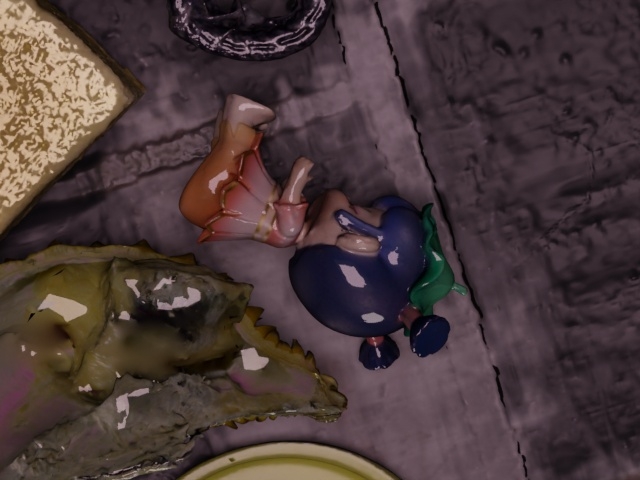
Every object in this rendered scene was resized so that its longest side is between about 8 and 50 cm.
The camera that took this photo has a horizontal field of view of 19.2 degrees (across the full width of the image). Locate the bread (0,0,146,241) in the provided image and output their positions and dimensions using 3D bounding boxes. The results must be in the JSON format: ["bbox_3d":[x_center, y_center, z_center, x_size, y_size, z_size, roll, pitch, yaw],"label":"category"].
[{"bbox_3d":[-0.216,-0.070,1.192,0.125,0.068,0.188,44,94,-6],"label":"bread"}]

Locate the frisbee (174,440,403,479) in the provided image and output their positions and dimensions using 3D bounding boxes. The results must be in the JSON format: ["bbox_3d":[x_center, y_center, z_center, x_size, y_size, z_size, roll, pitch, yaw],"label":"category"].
[{"bbox_3d":[-0.022,0.247,1.266,0.236,0.017,0.236,0,98,-1],"label":"frisbee"}]

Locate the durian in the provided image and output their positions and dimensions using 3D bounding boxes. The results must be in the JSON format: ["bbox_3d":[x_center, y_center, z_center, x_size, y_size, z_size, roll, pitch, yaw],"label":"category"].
[{"bbox_3d":[-0.139,0.092,1.167,0.306,0.166,0.172,-9,105,-22],"label":"durian"}]

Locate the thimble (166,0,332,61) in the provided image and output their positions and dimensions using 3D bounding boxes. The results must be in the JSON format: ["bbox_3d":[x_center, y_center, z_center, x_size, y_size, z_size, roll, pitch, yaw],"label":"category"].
[{"bbox_3d":[-0.045,-0.161,1.187,0.104,0.066,0.095,-2,99,-5],"label":"thimble"}]

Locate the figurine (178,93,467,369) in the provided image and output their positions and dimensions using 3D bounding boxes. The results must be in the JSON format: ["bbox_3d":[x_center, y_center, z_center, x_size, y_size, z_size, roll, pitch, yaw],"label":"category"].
[{"bbox_3d":[0.000,0.000,1.200,0.195,0.111,0.102,29,78,-2],"label":"figurine"}]
